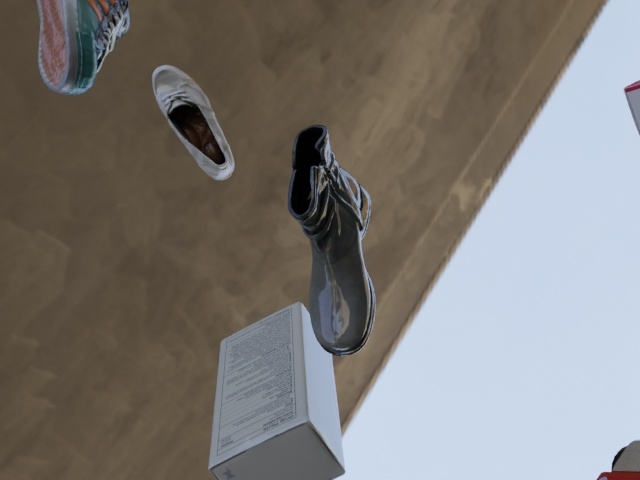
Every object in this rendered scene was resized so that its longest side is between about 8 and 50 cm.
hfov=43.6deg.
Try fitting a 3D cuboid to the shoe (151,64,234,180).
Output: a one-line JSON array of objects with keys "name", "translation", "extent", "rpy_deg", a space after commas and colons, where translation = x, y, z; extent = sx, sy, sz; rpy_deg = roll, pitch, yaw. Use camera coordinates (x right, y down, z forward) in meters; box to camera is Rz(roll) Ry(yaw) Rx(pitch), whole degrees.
[{"name": "shoe", "translation": [-0.208, -0.200, 1.310], "extent": [0.077, 0.058, 0.219], "rpy_deg": [-33, -95, -2]}]

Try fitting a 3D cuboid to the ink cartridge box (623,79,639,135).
[{"name": "ink cartridge box", "translation": [0.568, -0.223, 1.099], "extent": [0.237, 0.172, 0.100], "rpy_deg": [-27, -82, -31]}]

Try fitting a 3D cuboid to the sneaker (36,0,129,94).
[{"name": "sneaker", "translation": [-0.311, -0.298, 1.085], "extent": [0.121, 0.302, 0.108], "rpy_deg": [12, -49, -32]}]

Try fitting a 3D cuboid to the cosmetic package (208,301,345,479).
[{"name": "cosmetic package", "translation": [-0.066, 0.239, 1.200], "extent": [0.160, 0.309, 0.113], "rpy_deg": [-27, -64, 11]}]

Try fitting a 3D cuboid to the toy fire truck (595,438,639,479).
[{"name": "toy fire truck", "translation": [0.301, 0.327, 0.702], "extent": [0.217, 0.158, 0.246], "rpy_deg": [45, -112, -1]}]

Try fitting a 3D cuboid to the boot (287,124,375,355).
[{"name": "boot", "translation": [0.000, 0.000, 0.940], "extent": [0.161, 0.084, 0.246], "rpy_deg": [47, -142, -56]}]
